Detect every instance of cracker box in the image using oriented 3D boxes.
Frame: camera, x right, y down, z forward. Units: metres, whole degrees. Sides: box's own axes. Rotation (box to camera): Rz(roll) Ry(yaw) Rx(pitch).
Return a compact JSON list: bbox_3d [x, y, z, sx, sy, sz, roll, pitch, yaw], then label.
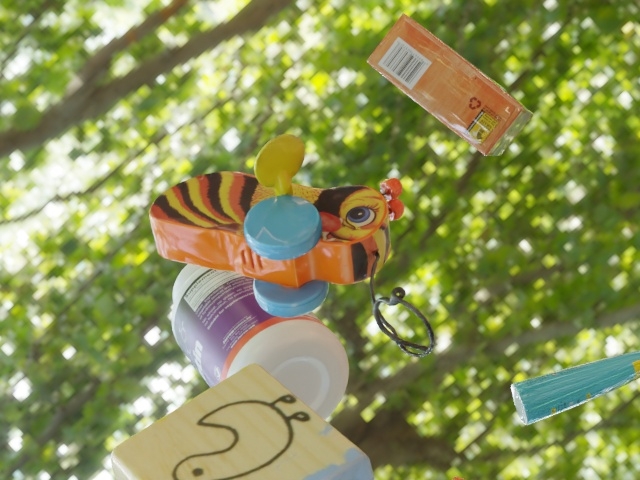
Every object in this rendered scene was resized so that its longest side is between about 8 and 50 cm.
[{"bbox_3d":[0.144,-0.161,1.509,0.156,0.067,0.232,39,-170,7],"label":"cracker box"}]

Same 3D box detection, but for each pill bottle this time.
[{"bbox_3d":[-0.102,0.139,2.041,0.181,0.181,0.323,43,179,-35],"label":"pill bottle"}]

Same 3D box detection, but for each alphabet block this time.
[{"bbox_3d":[-0.066,0.276,1.413,0.197,0.192,0.193,33,143,44],"label":"alphabet block"}]

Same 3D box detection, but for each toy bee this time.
[{"bbox_3d":[0.000,0.000,1.320,0.298,0.162,0.195,34,142,10],"label":"toy bee"}]

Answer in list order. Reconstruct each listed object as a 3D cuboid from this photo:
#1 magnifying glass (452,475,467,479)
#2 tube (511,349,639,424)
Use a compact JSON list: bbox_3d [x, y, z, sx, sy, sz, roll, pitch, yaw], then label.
[{"bbox_3d":[0.259,0.335,1.664,0.231,0.092,0.026,21,-161,20],"label":"magnifying glass"},{"bbox_3d":[0.333,0.164,1.694,0.080,0.207,0.052,88,164,-77],"label":"tube"}]
